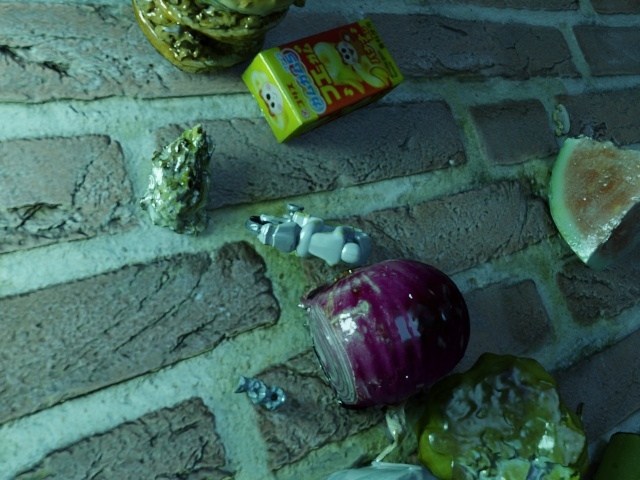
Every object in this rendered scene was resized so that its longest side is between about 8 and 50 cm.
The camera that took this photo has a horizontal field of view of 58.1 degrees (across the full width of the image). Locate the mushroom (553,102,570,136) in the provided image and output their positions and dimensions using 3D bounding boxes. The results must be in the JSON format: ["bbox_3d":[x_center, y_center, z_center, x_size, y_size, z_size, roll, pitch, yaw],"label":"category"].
[{"bbox_3d":[0.601,-0.300,1.438,0.049,0.019,0.101,26,60,-23],"label":"mushroom"}]

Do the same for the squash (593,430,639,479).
[{"bbox_3d":[0.581,0.498,1.095,0.132,0.132,0.247,49,58,-8],"label":"squash"}]

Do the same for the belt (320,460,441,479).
[{"bbox_3d":[0.111,0.529,0.766,0.300,0.173,0.436,5,75,-40],"label":"belt"}]

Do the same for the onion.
[{"bbox_3d":[0.111,0.137,0.866,0.272,0.230,0.256,46,56,-3],"label":"onion"}]

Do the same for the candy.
[{"bbox_3d":[0.010,-0.291,1.030,0.276,0.088,0.146,-30,92,-34],"label":"candy"}]

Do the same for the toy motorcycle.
[{"bbox_3d":[0.000,0.000,0.897,0.229,0.151,0.074,11,102,-34],"label":"toy motorcycle"}]

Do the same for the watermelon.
[{"bbox_3d":[0.632,-0.092,1.279,0.310,0.232,0.193,-79,152,-42],"label":"watermelon"}]

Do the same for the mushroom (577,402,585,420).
[{"bbox_3d":[0.474,0.434,1.113,0.028,0.026,0.286,50,52,-27],"label":"mushroom"}]

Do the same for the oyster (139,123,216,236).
[{"bbox_3d":[-0.208,-0.092,0.852,0.109,0.053,0.165,6,78,-19],"label":"oyster"}]

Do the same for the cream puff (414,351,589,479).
[{"bbox_3d":[0.284,0.324,0.932,0.282,0.185,0.281,0,73,0],"label":"cream puff"}]

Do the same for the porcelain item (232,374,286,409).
[{"bbox_3d":[-0.086,0.220,0.833,0.083,0.028,0.036,26,59,-23],"label":"porcelain item"}]

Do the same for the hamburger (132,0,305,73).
[{"bbox_3d":[-0.152,-0.402,0.902,0.261,0.211,0.245,9,64,-24],"label":"hamburger"}]
